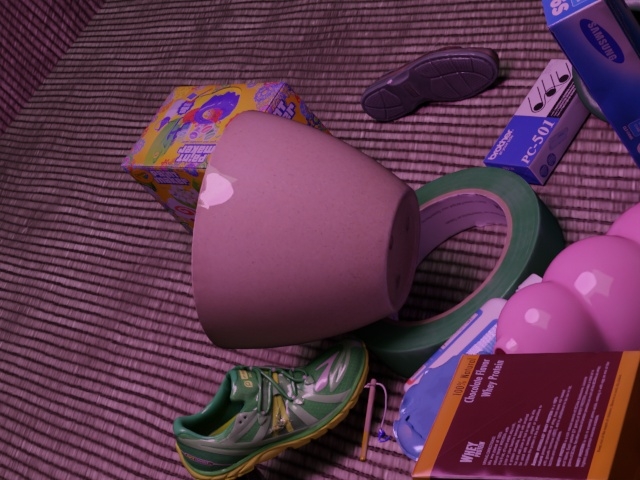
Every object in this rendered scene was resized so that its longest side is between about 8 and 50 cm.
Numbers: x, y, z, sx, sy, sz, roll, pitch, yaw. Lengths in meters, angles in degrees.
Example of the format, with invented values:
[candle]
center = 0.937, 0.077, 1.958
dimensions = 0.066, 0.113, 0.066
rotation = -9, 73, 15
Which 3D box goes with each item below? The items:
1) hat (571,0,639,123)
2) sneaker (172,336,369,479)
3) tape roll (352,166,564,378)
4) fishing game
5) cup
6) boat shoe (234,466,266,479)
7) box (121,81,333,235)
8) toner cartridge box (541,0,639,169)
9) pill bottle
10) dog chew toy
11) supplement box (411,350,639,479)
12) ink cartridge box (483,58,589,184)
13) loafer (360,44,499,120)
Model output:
[hat]
center = 0.485, -0.273, 1.931
dimensions = 0.173, 0.184, 0.208
rotation = 27, 111, 29
[sneaker]
center = -0.065, 0.217, 1.778
dimensions = 0.296, 0.123, 0.109
rotation = -32, 29, -2
[tape roll]
center = 0.183, 0.042, 1.855
dimensions = 0.321, 0.077, 0.321
rotation = -28, 36, 22
[fishing game]
center = 0.175, 0.202, 1.531
dimensions = 0.264, 0.041, 0.189
rotation = -14, 34, 13
[cup]
center = 0.000, 0.000, 1.787
dimensions = 0.237, 0.331, 0.331
rotation = 8, 55, 19
[boat shoe]
center = -0.150, 0.425, 1.732
dimensions = 0.132, 0.130, 0.355
rotation = -22, 39, 28
[box]
center = -0.109, -0.096, 2.126
dimensions = 0.290, 0.279, 0.177
rotation = 6, 57, 48
[toner cartridge box]
center = 0.387, -0.208, 1.673
dimensions = 0.075, 0.348, 0.165
rotation = -27, 38, 21
[pill bottle]
center = 0.221, 0.151, 1.655
dimensions = 0.221, 0.124, 0.124
rotation = -44, 34, -1
[dog chew toy]
center = 0.339, 0.076, 1.469
dimensions = 0.332, 0.206, 0.207
rotation = -22, 27, -22
[supplement box]
center = 0.221, 0.219, 1.317
dimensions = 0.194, 0.129, 0.191
rotation = -4, 32, 27
[ink cartridge box]
center = 0.337, -0.178, 1.963
dimensions = 0.097, 0.046, 0.207
rotation = 13, 63, 53
[loafer]
center = 0.183, -0.278, 2.195
dimensions = 0.268, 0.096, 0.084
rotation = -15, 37, 38
